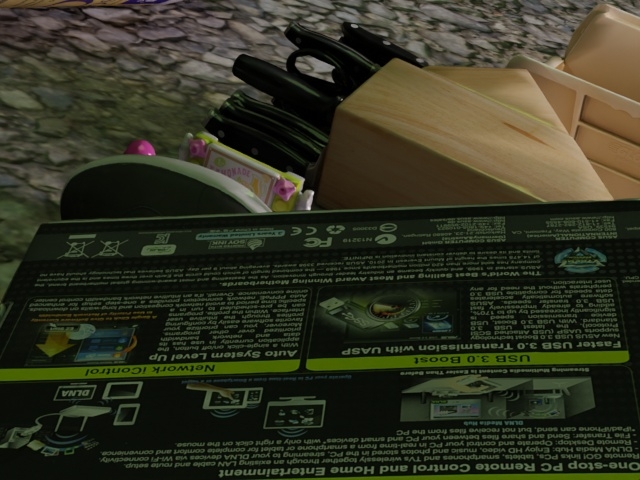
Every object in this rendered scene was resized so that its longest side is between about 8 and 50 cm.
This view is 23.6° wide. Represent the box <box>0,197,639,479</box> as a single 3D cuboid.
[{"bbox_3d":[0.037,0.065,0.381,0.270,0.060,0.216,-2,29,6],"label":"box"}]

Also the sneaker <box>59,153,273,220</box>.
[{"bbox_3d":[-0.074,0.044,0.786,0.296,0.104,0.147,40,27,31],"label":"sneaker"}]

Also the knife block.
[{"bbox_3d":[0.052,-0.055,1.091,0.242,0.088,0.275,-2,39,-18],"label":"knife block"}]

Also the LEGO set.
[{"bbox_3d":[0.000,0.000,0.928,0.287,0.107,0.132,16,25,-5],"label":"LEGO set"}]

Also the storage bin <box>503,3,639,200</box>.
[{"bbox_3d":[0.281,-0.085,1.277,0.260,0.123,0.262,26,26,15],"label":"storage bin"}]

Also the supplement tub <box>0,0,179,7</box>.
[{"bbox_3d":[-0.203,-0.317,1.291,0.331,0.241,0.241,-10,37,-46],"label":"supplement tub"}]
